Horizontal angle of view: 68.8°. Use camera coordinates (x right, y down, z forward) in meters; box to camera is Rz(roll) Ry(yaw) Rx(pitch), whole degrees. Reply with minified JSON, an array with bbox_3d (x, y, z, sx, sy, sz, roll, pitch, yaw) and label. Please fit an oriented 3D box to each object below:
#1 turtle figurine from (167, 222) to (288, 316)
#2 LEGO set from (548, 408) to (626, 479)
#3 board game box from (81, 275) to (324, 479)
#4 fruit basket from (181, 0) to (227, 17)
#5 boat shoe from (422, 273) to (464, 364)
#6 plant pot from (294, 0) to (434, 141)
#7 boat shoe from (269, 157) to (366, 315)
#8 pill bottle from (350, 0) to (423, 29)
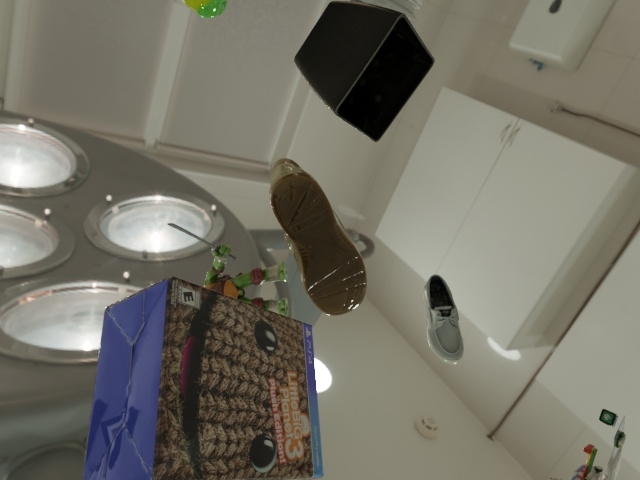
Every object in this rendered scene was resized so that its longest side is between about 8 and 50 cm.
[{"bbox_3d":[-0.215,0.114,1.092,0.266,0.275,0.198,-4,-136,2],"label":"turtle figurine"},{"bbox_3d":[0.465,0.391,0.804,0.060,0.244,0.182,19,-128,44],"label":"LEGO set"},{"bbox_3d":[-0.143,0.214,0.649,0.291,0.141,0.232,30,-135,-47],"label":"board game box"},{"bbox_3d":[-0.269,-0.635,0.924,0.391,0.392,0.283,21,-151,-3],"label":"fruit basket"},{"bbox_3d":[0.292,0.183,1.130,0.079,0.081,0.228,-7,-131,2],"label":"boat shoe"},{"bbox_3d":[0.068,-0.324,0.863,0.167,0.187,0.188,44,-164,26],"label":"plant pot"},{"bbox_3d":[0.000,0.000,0.881,0.121,0.341,0.110,-21,-145,0],"label":"boat shoe"},{"bbox_3d":[0.149,-0.582,1.344,0.204,0.361,0.204,22,-157,-10],"label":"pill bottle"}]
